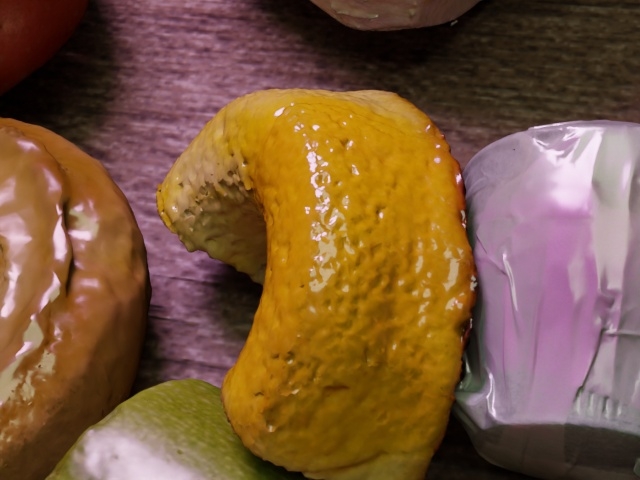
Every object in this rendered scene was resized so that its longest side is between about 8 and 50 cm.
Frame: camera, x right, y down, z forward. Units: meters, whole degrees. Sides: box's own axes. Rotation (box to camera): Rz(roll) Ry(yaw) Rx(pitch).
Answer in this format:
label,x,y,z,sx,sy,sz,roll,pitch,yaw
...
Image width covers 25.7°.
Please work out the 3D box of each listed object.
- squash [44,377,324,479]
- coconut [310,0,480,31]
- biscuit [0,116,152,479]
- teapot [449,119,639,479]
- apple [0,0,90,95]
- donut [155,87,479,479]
label,x,y,z,sx,sy,sz,roll,pitch,yaw
squash,-0.020,0.177,0.689,0.252,0.093,0.169,30,63,26
coconut,0.038,-0.302,0.895,0.254,0.297,0.297,39,69,17
biscuit,-0.241,0.045,0.795,0.296,0.102,0.296,-10,49,12
teapot,0.164,0.055,0.734,0.163,0.221,0.178,-14,57,50
apple,-0.270,-0.205,0.906,0.260,0.216,0.260,-10,38,8
donut,0.001,-0.006,0.741,0.101,0.152,0.259,15,30,-30
